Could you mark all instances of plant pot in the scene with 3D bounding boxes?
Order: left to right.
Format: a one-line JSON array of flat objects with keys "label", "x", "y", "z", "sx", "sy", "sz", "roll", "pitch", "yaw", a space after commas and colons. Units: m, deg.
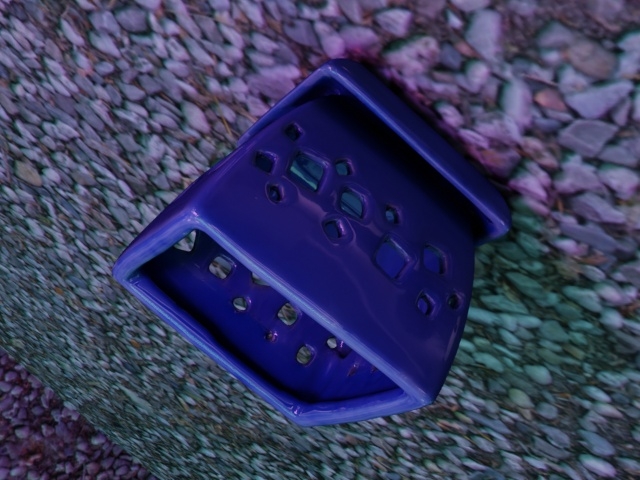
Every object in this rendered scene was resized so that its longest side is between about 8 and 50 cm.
[{"label": "plant pot", "x": 0.000, "y": 0.000, "z": 0.854, "sx": 0.236, "sy": 0.212, "sz": 0.236, "roll": 40, "pitch": 154, "yaw": -11}]
